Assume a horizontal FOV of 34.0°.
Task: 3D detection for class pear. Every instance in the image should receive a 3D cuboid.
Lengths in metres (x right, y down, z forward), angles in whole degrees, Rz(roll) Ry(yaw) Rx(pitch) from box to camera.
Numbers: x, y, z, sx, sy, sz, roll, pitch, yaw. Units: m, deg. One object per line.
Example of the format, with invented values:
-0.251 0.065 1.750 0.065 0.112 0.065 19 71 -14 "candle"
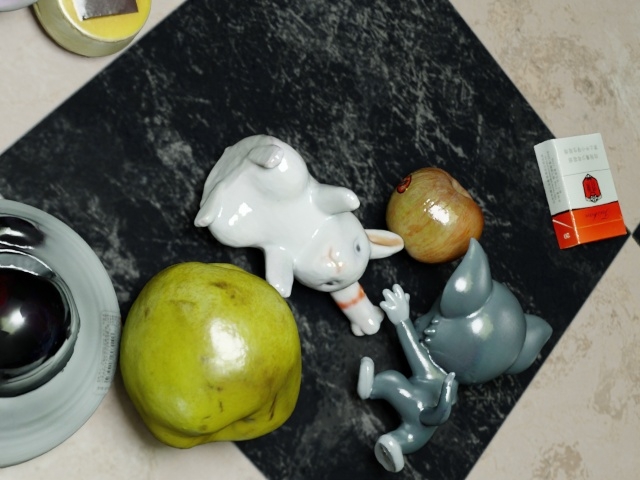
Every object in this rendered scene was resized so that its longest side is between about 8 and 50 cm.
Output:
-0.112 0.113 1.076 0.200 0.200 0.200 7 75 -29 "pear"

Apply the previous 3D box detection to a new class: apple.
0.140 -0.028 1.294 0.126 0.126 0.102 39 104 -18 "apple"

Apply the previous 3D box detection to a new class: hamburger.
-0.252 -0.270 1.139 0.126 0.081 0.141 -37 111 -29 "hamburger"

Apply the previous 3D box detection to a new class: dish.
-0.306 0.079 0.997 0.273 0.134 0.273 8 74 -29 "dish"

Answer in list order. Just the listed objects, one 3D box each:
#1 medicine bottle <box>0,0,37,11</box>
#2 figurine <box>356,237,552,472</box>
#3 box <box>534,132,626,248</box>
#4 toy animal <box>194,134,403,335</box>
-0.321 -0.394 1.066 0.170 0.170 0.293 23 62 -25 "medicine bottle"
0.140 0.136 1.225 0.193 0.140 0.265 53 52 -21 "figurine"
0.369 -0.071 1.484 0.100 0.048 0.152 -10 86 -30 "box"
-0.004 -0.001 1.187 0.282 0.138 0.140 41 97 -12 "toy animal"
